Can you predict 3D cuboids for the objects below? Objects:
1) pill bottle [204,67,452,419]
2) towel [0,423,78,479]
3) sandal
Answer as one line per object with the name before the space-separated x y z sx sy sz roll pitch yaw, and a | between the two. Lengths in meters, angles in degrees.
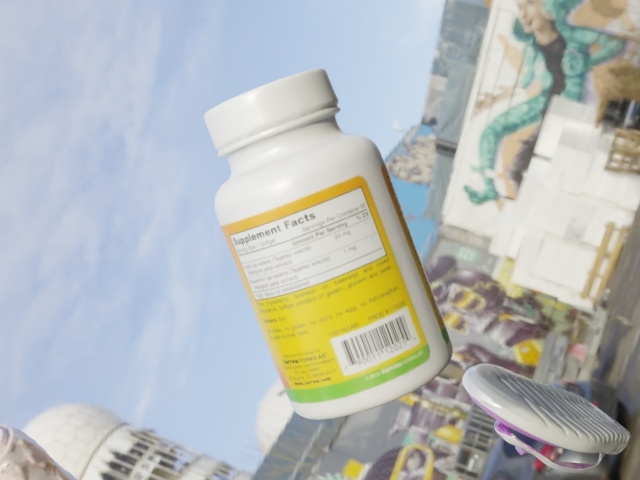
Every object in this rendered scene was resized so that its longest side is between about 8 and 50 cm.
pill bottle | 0.000 0.000 0.668 0.245 0.136 0.136 69 -158 -5
towel | -0.217 0.267 0.750 0.332 0.317 0.053 51 -123 -25
sandal | 0.334 0.279 1.243 0.416 0.169 0.102 22 -79 -45
